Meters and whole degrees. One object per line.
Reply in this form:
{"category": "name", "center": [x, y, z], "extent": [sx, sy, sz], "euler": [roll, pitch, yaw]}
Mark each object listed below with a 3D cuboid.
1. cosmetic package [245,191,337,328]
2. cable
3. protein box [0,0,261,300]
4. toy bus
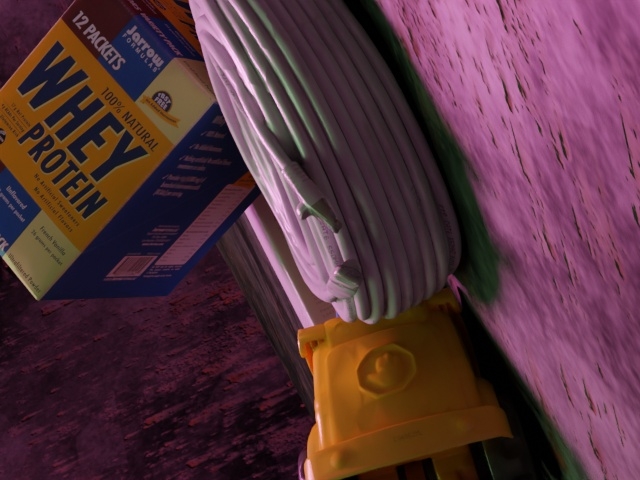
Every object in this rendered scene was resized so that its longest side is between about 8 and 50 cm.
{"category": "cosmetic package", "center": [0.005, 0.014, 1.515], "extent": [0.117, 0.085, 0.231], "euler": [83, 162, -73]}
{"category": "cable", "center": [-0.002, -0.070, 1.169], "extent": [0.257, 0.089, 0.257], "euler": [63, 175, 14]}
{"category": "protein box", "center": [-0.140, -0.072, 1.403], "extent": [0.136, 0.201, 0.200], "euler": [48, -163, 17]}
{"category": "toy bus", "center": [0.062, 0.127, 1.275], "extent": [0.220, 0.149, 0.211], "euler": [67, -172, -52]}
